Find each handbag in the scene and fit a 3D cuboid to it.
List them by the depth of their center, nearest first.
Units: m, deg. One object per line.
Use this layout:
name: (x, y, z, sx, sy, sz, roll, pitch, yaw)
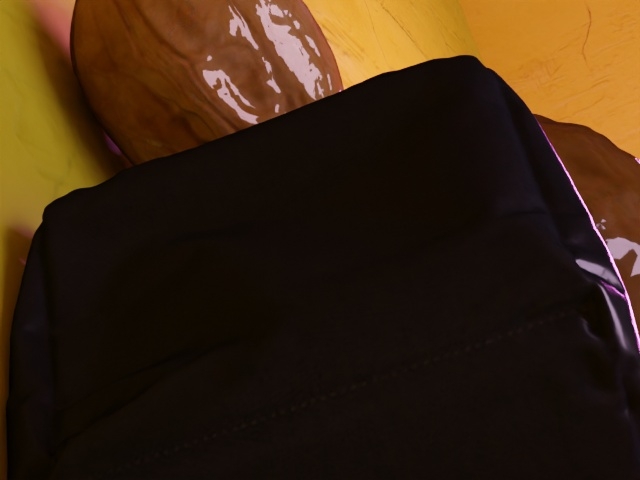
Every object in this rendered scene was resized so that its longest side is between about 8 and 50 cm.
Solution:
handbag: (0.000, 0.060, 0.828, 0.275, 0.302, 0.177, -102, 170, -57)

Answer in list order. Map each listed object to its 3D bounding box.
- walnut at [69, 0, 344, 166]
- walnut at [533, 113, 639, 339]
walnut: (-0.075, -0.112, 1.075, 0.206, 0.159, 0.159, 46, 18, -11)
walnut: (0.107, 0.098, 1.065, 0.308, 0.354, 0.398, 33, -12, 37)
